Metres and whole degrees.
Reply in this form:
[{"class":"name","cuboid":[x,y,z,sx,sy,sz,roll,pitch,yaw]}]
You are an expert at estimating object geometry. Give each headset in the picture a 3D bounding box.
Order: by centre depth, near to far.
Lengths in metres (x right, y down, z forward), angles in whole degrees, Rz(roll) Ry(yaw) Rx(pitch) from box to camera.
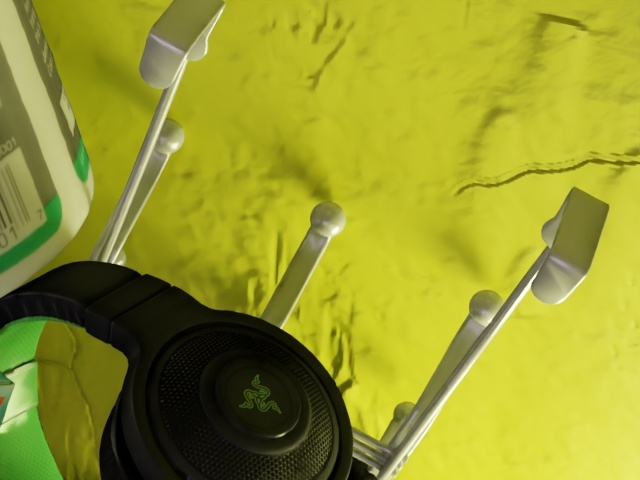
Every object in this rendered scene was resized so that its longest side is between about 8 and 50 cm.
[{"class":"headset","cuboid":[-0.069,0.171,0.882,0.394,0.185,0.243,25,128,29]}]

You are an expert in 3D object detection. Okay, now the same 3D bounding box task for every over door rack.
[{"class":"over door rack","cuboid":[0.000,0.000,0.913,0.240,0.108,0.324,28,148,-2]}]

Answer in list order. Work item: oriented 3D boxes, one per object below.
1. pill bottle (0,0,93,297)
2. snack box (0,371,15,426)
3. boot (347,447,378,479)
[{"class":"pill bottle","cuboid":[-0.265,-0.143,0.851,0.204,0.204,0.361,0,126,21]},{"class":"snack box","cuboid":[-0.325,0.099,1.006,0.322,0.060,0.187,31,104,40]},{"class":"boot","cuboid":[-0.140,0.198,1.119,0.348,0.131,0.260,11,137,0]}]
